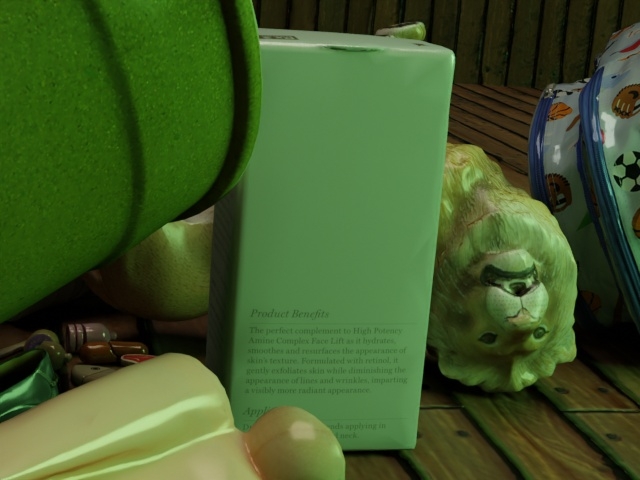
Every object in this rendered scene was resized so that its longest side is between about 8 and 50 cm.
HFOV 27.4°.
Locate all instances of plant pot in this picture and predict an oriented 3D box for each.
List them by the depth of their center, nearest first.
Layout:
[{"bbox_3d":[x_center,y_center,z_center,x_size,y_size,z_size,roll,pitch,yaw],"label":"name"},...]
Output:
[{"bbox_3d":[-0.279,-0.059,0.591,0.366,0.366,0.353,16,48,41],"label":"plant pot"}]

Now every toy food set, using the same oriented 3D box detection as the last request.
[{"bbox_3d":[-0.146,0.072,0.847,0.122,0.019,0.078,11,14,25],"label":"toy food set"}]

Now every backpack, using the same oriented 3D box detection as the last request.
[{"bbox_3d":[0.271,-0.040,0.986,0.213,0.276,0.263,-23,12,19],"label":"backpack"}]

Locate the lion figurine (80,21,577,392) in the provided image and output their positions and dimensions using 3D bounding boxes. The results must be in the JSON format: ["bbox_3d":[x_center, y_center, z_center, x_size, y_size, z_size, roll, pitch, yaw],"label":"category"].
[{"bbox_3d":[-0.029,-0.011,0.881,0.392,0.240,0.142,-3,14,15],"label":"lion figurine"}]

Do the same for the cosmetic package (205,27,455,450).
[{"bbox_3d":[0.000,0.000,0.739,0.117,0.231,0.085,2,13,-14],"label":"cosmetic package"}]

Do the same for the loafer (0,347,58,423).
[{"bbox_3d":[-0.202,0.093,0.640,0.062,0.061,0.170,16,18,38],"label":"loafer"}]

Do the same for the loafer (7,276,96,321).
[{"bbox_3d":[-0.210,0.011,0.949,0.319,0.112,0.111,3,49,-23],"label":"loafer"}]

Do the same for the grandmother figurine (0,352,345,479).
[{"bbox_3d":[-0.151,0.116,0.488,0.208,0.104,0.342,3,7,36],"label":"grandmother figurine"}]
